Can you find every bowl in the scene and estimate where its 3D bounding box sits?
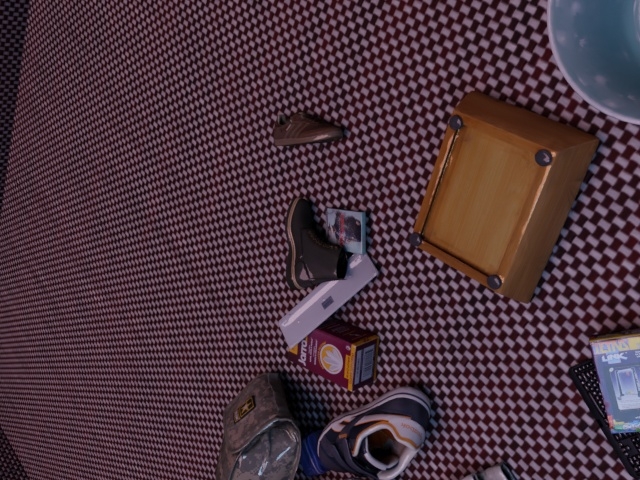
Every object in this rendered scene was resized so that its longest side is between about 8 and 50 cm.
[{"bbox_3d":[0.461,-0.297,0.797,0.312,0.163,0.311,10,106,41],"label":"bowl"}]

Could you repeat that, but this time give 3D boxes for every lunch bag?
[{"bbox_3d":[-0.007,0.475,1.461,0.065,0.067,0.098,-37,72,41],"label":"lunch bag"},{"bbox_3d":[-0.141,0.464,1.468,0.235,0.169,0.287,-130,53,-72],"label":"lunch bag"}]

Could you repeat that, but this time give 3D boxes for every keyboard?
[{"bbox_3d":[0.464,0.270,0.995,0.100,0.038,0.192,-42,70,40],"label":"keyboard"},{"bbox_3d":[0.012,0.122,1.343,0.256,0.014,0.072,-43,57,18],"label":"keyboard"}]

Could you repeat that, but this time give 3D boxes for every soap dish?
[{"bbox_3d":[0.278,-0.068,1.047,0.229,0.118,0.290,33,121,34],"label":"soap dish"}]

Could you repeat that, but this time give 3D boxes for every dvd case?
[{"bbox_3d":[0.051,-0.021,1.331,0.119,0.013,0.087,13,107,54],"label":"dvd case"}]

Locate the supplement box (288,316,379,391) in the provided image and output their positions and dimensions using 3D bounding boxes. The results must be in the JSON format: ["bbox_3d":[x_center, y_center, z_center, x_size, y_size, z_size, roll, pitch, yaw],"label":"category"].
[{"bbox_3d":[0.025,0.229,1.372,0.188,0.081,0.104,17,110,41],"label":"supplement box"}]

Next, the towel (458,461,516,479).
[{"bbox_3d":[0.289,0.602,1.166,0.324,0.056,0.312,-42,70,25],"label":"towel"}]

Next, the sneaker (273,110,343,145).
[{"bbox_3d":[-0.033,-0.236,1.345,0.188,0.066,0.071,2,98,43],"label":"sneaker"}]

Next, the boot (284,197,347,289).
[{"bbox_3d":[0.000,0.000,1.353,0.137,0.077,0.197,-10,78,36],"label":"boot"}]

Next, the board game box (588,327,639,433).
[{"bbox_3d":[0.487,0.194,0.921,0.170,0.048,0.141,-13,88,28],"label":"board game box"}]

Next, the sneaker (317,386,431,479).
[{"bbox_3d":[0.087,0.412,1.295,0.126,0.127,0.321,35,129,-9],"label":"sneaker"}]

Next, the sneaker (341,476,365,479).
[{"bbox_3d":[0.042,0.640,1.369,0.137,0.210,0.365,35,105,33],"label":"sneaker"}]
